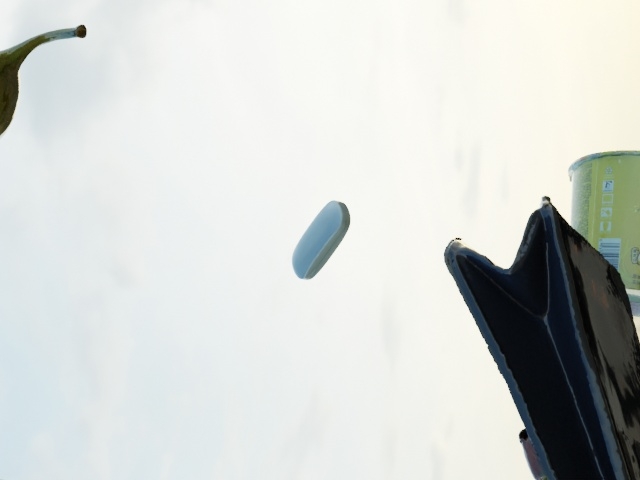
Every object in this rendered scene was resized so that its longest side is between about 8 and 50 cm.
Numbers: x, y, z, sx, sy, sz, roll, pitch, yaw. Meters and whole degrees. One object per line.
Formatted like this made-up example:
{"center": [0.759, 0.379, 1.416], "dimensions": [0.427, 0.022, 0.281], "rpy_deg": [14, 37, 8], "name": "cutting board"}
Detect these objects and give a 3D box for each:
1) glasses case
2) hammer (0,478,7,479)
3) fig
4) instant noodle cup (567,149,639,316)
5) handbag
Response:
{"center": [0.000, 0.000, 2.256], "dimensions": [0.178, 0.045, 0.067], "rpy_deg": [-55, 43, 35], "name": "glasses case"}
{"center": [-0.323, 0.339, 1.643], "dimensions": [0.103, 0.246, 0.029], "rpy_deg": [14, -106, -50], "name": "hammer"}
{"center": [-0.395, -0.209, 1.529], "dimensions": [0.124, 0.236, 0.124], "rpy_deg": [52, -175, -6], "name": "fig"}
{"center": [0.482, 0.000, 1.807], "dimensions": [0.264, 0.264, 0.200], "rpy_deg": [45, -127, -69], "name": "instant noodle cup"}
{"center": [0.254, 0.150, 1.208], "dimensions": [0.303, 0.122, 0.329], "rpy_deg": [32, -141, -59], "name": "handbag"}
